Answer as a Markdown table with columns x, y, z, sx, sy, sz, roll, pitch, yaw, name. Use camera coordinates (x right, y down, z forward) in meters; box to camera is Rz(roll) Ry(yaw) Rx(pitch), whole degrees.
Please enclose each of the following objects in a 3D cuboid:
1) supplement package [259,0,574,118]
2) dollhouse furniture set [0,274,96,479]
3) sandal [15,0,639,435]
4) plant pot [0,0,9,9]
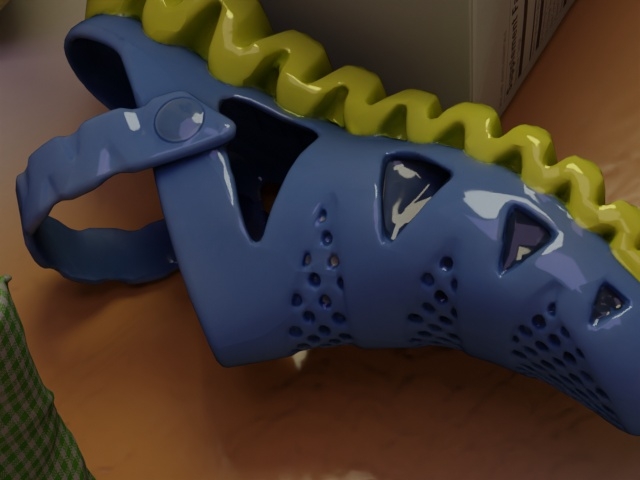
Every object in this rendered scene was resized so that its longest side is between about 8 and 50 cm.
| x | y | z | sx | sy | sz | roll | pitch | yaw | name |
| --- | --- | --- | --- | --- | --- | --- | --- | --- | --- |
| 0.040 | -0.218 | 0.702 | 0.199 | 0.198 | 0.262 | 24 | 62 | 19 | supplement package |
| -0.184 | 0.174 | 0.478 | 0.301 | 0.197 | 0.151 | -26 | 58 | -10 | dollhouse furniture set |
| 0.000 | 0.000 | 0.625 | 0.317 | 0.126 | 0.138 | 28 | 70 | 29 | sandal |
| -0.246 | -0.267 | 0.749 | 0.276 | 0.276 | 0.254 | -5 | 46 | 3 | plant pot |
